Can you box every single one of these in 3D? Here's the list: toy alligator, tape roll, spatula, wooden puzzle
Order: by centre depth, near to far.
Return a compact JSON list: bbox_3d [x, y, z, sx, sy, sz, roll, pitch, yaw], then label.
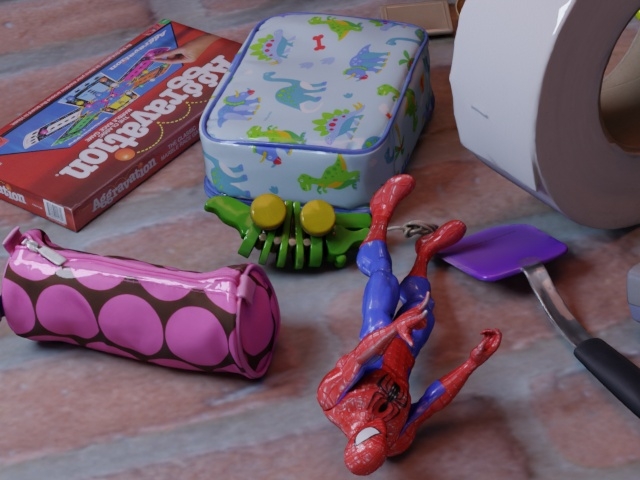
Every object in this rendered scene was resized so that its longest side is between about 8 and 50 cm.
[{"bbox_3d":[0.186,0.059,1.293,0.084,0.030,0.296,-19,39,-18],"label":"spatula"},{"bbox_3d":[0.238,-0.154,1.359,0.286,0.286,0.100,-27,43,-26],"label":"tape roll"},{"bbox_3d":[0.000,0.000,1.386,0.190,0.056,0.051,8,73,-7],"label":"toy alligator"},{"bbox_3d":[0.094,-0.211,1.678,0.116,0.014,0.078,-1,33,6],"label":"wooden puzzle"}]

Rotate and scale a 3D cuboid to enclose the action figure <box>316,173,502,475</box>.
[{"bbox_3d":[0.074,0.048,1.237,0.139,0.091,0.280,-36,24,37],"label":"action figure"}]

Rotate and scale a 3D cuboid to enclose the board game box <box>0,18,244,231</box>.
[{"bbox_3d":[-0.178,-0.111,1.572,0.145,0.027,0.281,22,45,30],"label":"board game box"}]

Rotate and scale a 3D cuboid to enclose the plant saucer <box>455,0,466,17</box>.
[{"bbox_3d":[0.167,-0.209,1.649,0.083,0.015,0.083,8,41,-7],"label":"plant saucer"}]

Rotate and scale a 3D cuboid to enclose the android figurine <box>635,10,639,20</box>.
[{"bbox_3d":[0.429,-0.220,1.610,0.273,0.056,0.248,-12,38,-11],"label":"android figurine"}]

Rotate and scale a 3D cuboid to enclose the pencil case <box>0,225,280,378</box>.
[{"bbox_3d":[-0.136,0.044,1.304,0.209,0.098,0.095,7,39,16],"label":"pencil case"}]

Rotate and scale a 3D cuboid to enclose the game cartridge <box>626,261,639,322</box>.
[{"bbox_3d":[0.417,0.039,1.211,0.230,0.068,0.355,-33,32,-30],"label":"game cartridge"}]

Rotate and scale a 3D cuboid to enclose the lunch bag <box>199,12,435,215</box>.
[{"bbox_3d":[-0.003,-0.111,1.494,0.176,0.090,0.219,6,39,14],"label":"lunch bag"}]
